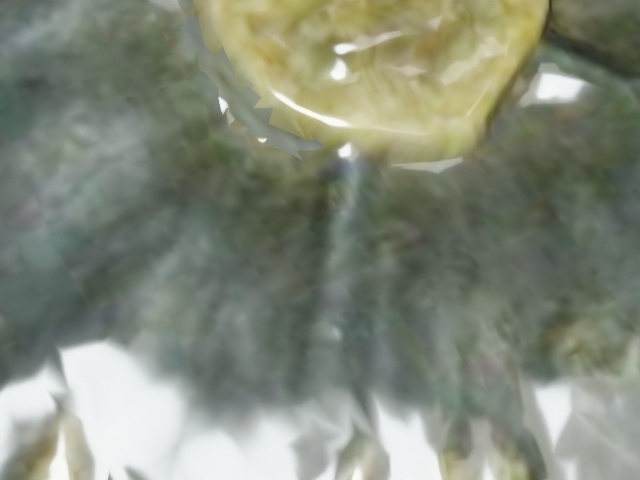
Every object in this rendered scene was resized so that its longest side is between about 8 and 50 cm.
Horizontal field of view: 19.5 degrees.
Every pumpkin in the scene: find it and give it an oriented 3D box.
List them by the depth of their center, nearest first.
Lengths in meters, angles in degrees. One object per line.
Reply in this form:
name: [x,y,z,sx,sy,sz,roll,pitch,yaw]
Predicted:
pumpkin: [0.000,0.000,0.571,0.454,0.344,0.455,1,66,-2]
